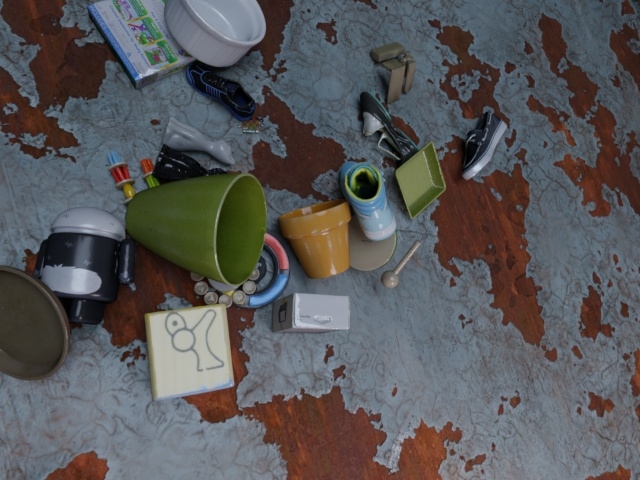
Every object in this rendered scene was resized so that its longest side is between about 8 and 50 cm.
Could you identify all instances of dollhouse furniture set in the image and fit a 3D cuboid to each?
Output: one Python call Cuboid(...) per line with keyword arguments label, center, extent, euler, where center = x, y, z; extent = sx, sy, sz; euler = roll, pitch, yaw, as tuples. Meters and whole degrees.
Cuboid(label="dollhouse furniture set", center=(0.248, -0.582, 1.664), extent=(0.144, 0.123, 0.151), euler=(-25, 53, -23))

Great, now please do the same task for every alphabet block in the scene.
Cuboid(label="alphabet block", center=(-0.326, 0.268, 1.179), extent=(0.192, 0.193, 0.197), euler=(-4, 80, -22))

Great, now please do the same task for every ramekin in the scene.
Cuboid(label="ramekin", center=(-0.305, -0.634, 1.368), extent=(0.277, 0.135, 0.278), euler=(23, 52, -33))

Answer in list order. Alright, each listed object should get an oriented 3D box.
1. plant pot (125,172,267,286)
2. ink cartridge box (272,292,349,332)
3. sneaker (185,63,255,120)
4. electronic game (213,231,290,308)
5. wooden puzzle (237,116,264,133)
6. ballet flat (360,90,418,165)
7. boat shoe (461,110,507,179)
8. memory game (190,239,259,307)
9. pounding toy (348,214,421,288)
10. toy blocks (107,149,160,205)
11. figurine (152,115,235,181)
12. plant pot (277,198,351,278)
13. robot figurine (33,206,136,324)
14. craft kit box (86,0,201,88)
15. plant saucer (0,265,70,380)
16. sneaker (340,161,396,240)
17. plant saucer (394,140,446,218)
Cuboid(label="plant pot", center=(-0.323, -0.045, 1.201), extent=(0.293, 0.275, 0.275), euler=(8, 73, 16))
Cuboid(label="ink cartridge box", center=(-0.031, 0.200, 1.290), extent=(0.154, 0.212, 0.093), euler=(5, 77, -19))
Cuboid(label="sneaker", center=(-0.287, -0.448, 1.401), extent=(0.232, 0.090, 0.081), euler=(34, 68, -7))
Cuboid(label="electronic game", center=(-0.195, 0.076, 1.347), extent=(0.229, 0.048, 0.230), euler=(4, 77, -18))
Cuboid(label="wooden puzzle", center=(-0.210, -0.350, 1.456), extent=(0.083, 0.006, 0.050), euler=(0, 78, -20))
Cuboid(label="ballet flat", center=(0.206, -0.357, 1.567), extent=(0.096, 0.095, 0.280), euler=(-44, 95, -10))
Cuboid(label="boat shoe", center=(0.551, -0.339, 1.680), extent=(0.102, 0.108, 0.301), euler=(40, 66, -8))
Cuboid(label="memory game", center=(-0.256, 0.089, 1.298), extent=(0.186, 0.012, 0.186), euler=(3, 76, -11))
Cuboid(label="pounding toy", center=(0.180, 0.021, 1.457), extent=(0.236, 0.110, 0.183), euler=(37, 99, 28))
Cuboid(label="toy blocks", center=(-0.496, -0.182, 1.289), extent=(0.123, 0.054, 0.148), euler=(-23, 87, -22))
Cuboid(label="figurine", center=(-0.331, -0.226, 1.316), extent=(0.209, 0.092, 0.215), euler=(18, 42, -22))
Cuboid(label="plant pot", center=(0.000, 0.000, 1.368), extent=(0.205, 0.205, 0.188), euler=(-19, 102, -23))
Cuboid(label="robot figurine", center=(-0.564, 0.058, 1.152), extent=(0.209, 0.173, 0.279), euler=(10, 75, -28))
Cuboid(label="craft kit box", center=(-0.487, -0.596, 1.384), extent=(0.246, 0.061, 0.250), euler=(-32, 91, -21))
Cuboid(label="plant saucer", center=(-0.673, 0.182, 1.072), extent=(0.277, 0.041, 0.278), euler=(4, 108, 12))
Cuboid(label="sneaker", center=(0.118, -0.173, 1.371), extent=(0.127, 0.208, 0.319), euler=(-25, 47, 1))
Cuboid(label="plant saucer", center=(0.315, -0.198, 1.563), extent=(0.188, 0.045, 0.188), euler=(-39, 123, -23))
